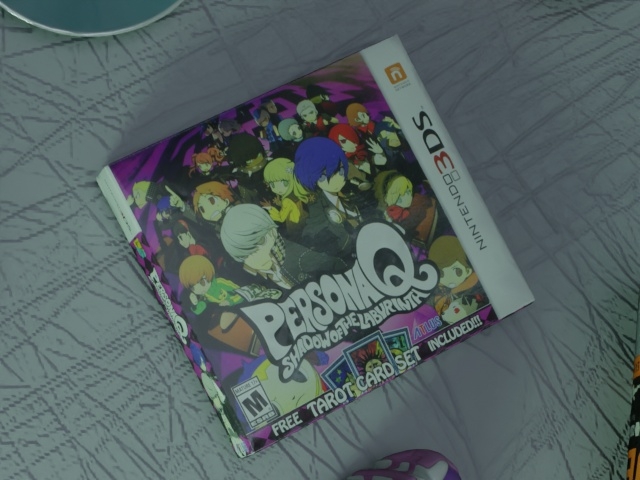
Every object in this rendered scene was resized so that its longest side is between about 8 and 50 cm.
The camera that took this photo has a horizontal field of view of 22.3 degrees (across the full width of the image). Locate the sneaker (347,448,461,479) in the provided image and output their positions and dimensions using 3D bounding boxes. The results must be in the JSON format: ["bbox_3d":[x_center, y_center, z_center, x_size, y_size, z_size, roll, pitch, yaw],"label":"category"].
[{"bbox_3d":[0.017,0.240,1.022,0.104,0.095,0.236,44,75,-13],"label":"sneaker"}]

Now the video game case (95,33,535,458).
[{"bbox_3d":[0.000,0.000,1.083,0.232,0.042,0.210,-26,87,-21],"label":"video game case"}]

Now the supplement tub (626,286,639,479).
[{"bbox_3d":[0.298,0.170,1.067,0.193,0.193,0.316,10,76,-16],"label":"supplement tub"}]

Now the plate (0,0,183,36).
[{"bbox_3d":[-0.161,-0.224,1.085,0.188,0.024,0.188,3,79,-17],"label":"plate"}]
